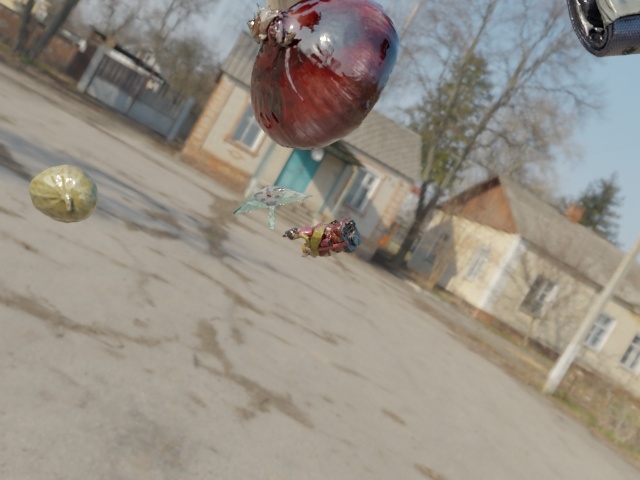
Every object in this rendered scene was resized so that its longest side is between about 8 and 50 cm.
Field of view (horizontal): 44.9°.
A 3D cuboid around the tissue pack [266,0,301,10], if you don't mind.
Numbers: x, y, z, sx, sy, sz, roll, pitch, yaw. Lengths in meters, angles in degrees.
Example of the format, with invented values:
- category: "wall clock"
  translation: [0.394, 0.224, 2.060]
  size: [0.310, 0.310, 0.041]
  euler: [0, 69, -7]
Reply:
- category: "tissue pack"
  translation: [-0.084, -0.635, 1.847]
  size: [0.325, 0.071, 0.170]
  euler: [92, -24, -49]

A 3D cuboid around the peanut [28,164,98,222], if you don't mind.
- category: "peanut"
  translation: [-0.647, -0.120, 1.948]
  size: [0.159, 0.143, 0.291]
  euler: [25, -5, -22]

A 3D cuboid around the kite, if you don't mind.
- category: "kite"
  translation: [-0.132, -0.096, 2.107]
  size: [0.250, 0.230, 0.012]
  euler: [-101, 179, -56]

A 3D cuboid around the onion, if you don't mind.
- category: "onion"
  translation: [-0.024, -0.359, 1.533]
  size: [0.285, 0.347, 0.348]
  euler: [31, 2, -35]

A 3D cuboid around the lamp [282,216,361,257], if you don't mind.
- category: "lamp"
  translation: [0.000, 0.000, 2.335]
  size: [0.253, 0.118, 0.118]
  euler: [-12, -25, 36]

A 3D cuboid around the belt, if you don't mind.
- category: "belt"
  translation: [0.515, -0.442, 1.407]
  size: [0.126, 0.230, 0.139]
  euler: [-7, -19, -12]
